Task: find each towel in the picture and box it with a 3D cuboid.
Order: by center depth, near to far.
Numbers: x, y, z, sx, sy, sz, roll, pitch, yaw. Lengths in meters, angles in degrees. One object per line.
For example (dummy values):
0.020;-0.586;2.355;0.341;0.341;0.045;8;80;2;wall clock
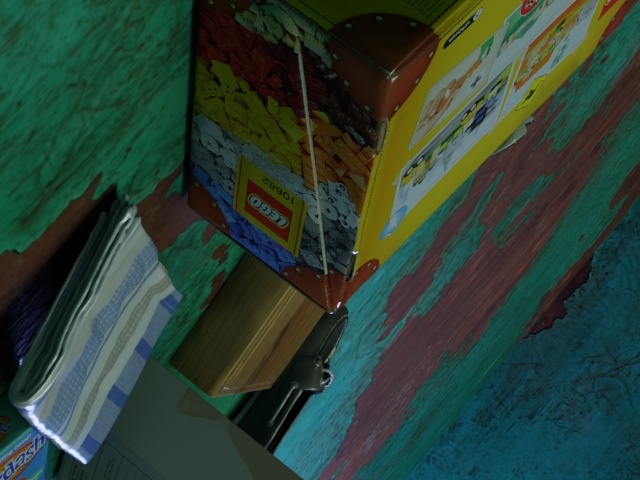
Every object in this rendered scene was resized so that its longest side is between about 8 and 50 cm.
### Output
-0.202;0.094;1.455;0.285;0.034;0.209;80;35;-71;towel

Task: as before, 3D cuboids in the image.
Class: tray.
0.000;0.000;1.846;0.411;0.076;0.203;-54;164;9;tray

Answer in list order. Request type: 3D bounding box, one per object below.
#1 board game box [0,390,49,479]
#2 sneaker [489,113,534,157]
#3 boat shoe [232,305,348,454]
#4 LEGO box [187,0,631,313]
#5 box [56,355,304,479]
-0.332;0.249;1.487;0.160;0.047;0.210;-41;160;-35;board game box
0.179;-0.212;1.815;0.122;0.146;0.330;-29;-166;13;sneaker
-0.050;0.236;2.182;0.335;0.095;0.112;-51;165;-3;boat shoe
0.117;-0.230;1.440;0.500;0.193;0.372;-44;163;-28;LEGO box
-0.123;0.283;1.668;0.121;0.311;0.148;-37;159;-44;box
